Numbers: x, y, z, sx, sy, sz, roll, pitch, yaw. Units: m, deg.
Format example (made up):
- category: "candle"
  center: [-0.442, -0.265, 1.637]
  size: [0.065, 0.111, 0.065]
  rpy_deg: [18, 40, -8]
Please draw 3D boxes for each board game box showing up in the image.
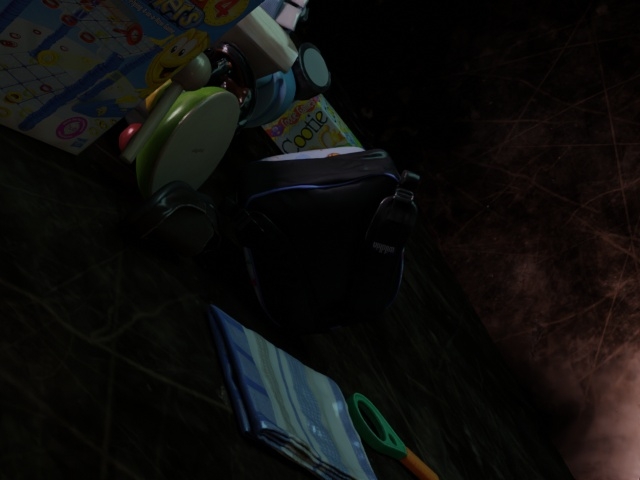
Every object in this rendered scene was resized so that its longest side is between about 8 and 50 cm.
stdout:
- category: "board game box"
  center: [-0.002, -0.229, 2.174]
  size: [0.275, 0.144, 0.142]
  rpy_deg: [50, 14, -16]
- category: "board game box"
  center: [-0.256, -0.248, 0.952]
  size: [0.086, 0.302, 0.308]
  rpy_deg: [59, 14, 21]

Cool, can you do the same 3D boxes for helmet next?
- category: "helmet"
  center: [-0.198, -0.238, 1.456]
  size: [0.161, 0.169, 0.169]
  rpy_deg: [3, -31, 44]

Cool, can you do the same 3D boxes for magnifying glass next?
- category: "magnifying glass"
  center: [0.115, 0.320, 1.431]
  size: [0.231, 0.026, 0.092]
  rpy_deg: [48, 14, -28]

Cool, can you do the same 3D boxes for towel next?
- category: "towel"
  center: [-0.030, 0.211, 1.175]
  size: [0.285, 0.034, 0.209]
  rpy_deg: [41, 17, -44]

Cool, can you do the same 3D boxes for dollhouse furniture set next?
- category: "dollhouse furniture set"
  center: [-0.124, -0.449, 1.528]
  size: [0.286, 0.303, 0.198]
  rpy_deg: [41, -26, -29]

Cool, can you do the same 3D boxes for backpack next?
- category: "backpack"
  center: [0.000, 0.000, 1.343]
  size: [0.213, 0.276, 0.264]
  rpy_deg: [-99, -176, -61]

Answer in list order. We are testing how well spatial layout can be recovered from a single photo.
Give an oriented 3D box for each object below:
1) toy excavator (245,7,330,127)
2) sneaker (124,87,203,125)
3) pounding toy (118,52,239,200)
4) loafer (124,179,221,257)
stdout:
- category: "toy excavator"
  center: [-0.223, -0.408, 1.683]
  size: [0.445, 0.222, 0.433]
  rpy_deg: [-26, 98, -57]
- category: "sneaker"
  center: [-0.255, -0.246, 1.270]
  size: [0.305, 0.152, 0.114]
  rpy_deg: [40, 40, -45]
- category: "pounding toy"
  center: [-0.209, -0.153, 1.194]
  size: [0.110, 0.183, 0.237]
  rpy_deg: [35, -11, 13]
- category: "loafer"
  center: [-0.171, -0.021, 1.163]
  size: [0.078, 0.080, 0.220]
  rpy_deg: [55, 13, 8]
